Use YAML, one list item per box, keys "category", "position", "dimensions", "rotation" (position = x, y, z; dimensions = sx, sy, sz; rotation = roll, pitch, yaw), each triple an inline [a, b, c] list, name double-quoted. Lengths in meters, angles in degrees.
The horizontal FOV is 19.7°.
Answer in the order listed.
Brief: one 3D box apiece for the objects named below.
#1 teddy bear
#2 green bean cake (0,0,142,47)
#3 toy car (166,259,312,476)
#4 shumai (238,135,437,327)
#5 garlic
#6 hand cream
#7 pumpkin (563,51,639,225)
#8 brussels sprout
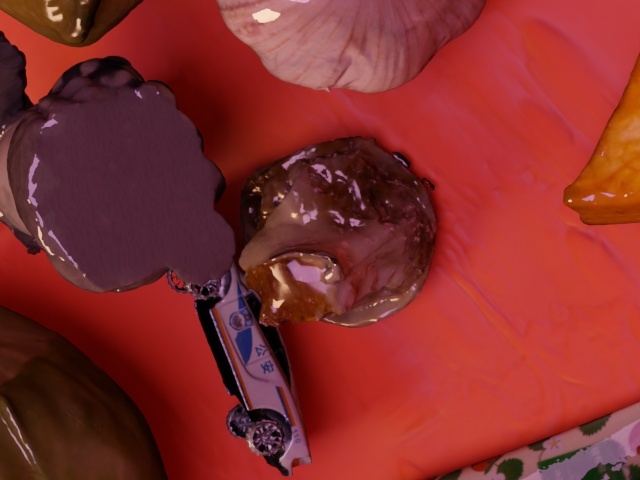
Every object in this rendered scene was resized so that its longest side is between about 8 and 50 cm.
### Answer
- category: "teddy bear"
  position: [-0.159, -0.068, 1.231]
  dimensions: [0.144, 0.251, 0.171]
  rotation: [-35, 117, -12]
- category: "green bean cake"
  position: [-0.175, -0.312, 1.137]
  dimensions: [0.285, 0.202, 0.310]
  rotation: [40, 150, 9]
- category: "toy car"
  position: [-0.058, 0.070, 1.288]
  dimensions: [0.056, 0.095, 0.205]
  rotation: [-21, 96, -10]
- category: "shumai"
  position: [0.002, 0.003, 1.227]
  dimensions: [0.145, 0.116, 0.145]
  rotation: [5, 105, 20]
- category: "garlic"
  position: [0.040, -0.187, 1.092]
  dimensions: [0.199, 0.226, 0.199]
  rotation: [-1, 93, -21]
- category: "hand cream"
  position: [0.145, 0.174, 1.258]
  dimensions: [0.276, 0.059, 0.095]
  rotation: [-20, 99, 21]
- category: "pumpkin"
  position: [0.255, -0.114, 1.074]
  dimensions: [0.258, 0.095, 0.290]
  rotation: [22, 115, 45]
- category: "brussels sprout"
  position: [-0.263, 0.189, 1.320]
  dimensions: [0.328, 0.247, 0.328]
  rotation: [4, 104, 17]
